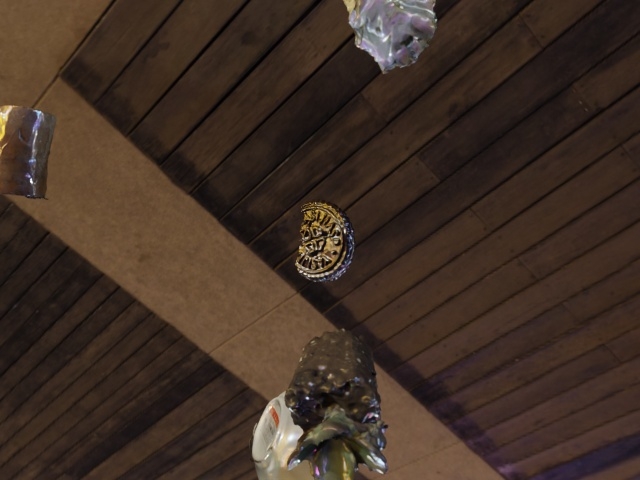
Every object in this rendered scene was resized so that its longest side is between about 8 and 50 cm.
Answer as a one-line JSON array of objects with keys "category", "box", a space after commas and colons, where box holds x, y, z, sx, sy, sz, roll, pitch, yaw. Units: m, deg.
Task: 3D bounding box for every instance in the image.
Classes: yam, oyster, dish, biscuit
[{"category": "yam", "box": [-0.428, -0.122, 0.718, 0.084, 0.084, 0.127, 7, 90, 3]}, {"category": "oyster", "box": [0.094, -0.337, 0.744, 0.209, 0.072, 0.133, 12, 139, -46]}, {"category": "dish", "box": [-0.060, 0.322, 0.835, 0.081, 0.229, 0.229, 27, 121, -16]}, {"category": "biscuit", "box": [0.000, 0.000, 0.555, 0.089, 0.027, 0.087, 48, 113, 23]}]

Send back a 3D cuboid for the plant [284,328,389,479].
[{"category": "plant", "box": [0.024, 0.226, 0.686, 0.143, 0.203, 0.131, -1, 119, 11]}]
